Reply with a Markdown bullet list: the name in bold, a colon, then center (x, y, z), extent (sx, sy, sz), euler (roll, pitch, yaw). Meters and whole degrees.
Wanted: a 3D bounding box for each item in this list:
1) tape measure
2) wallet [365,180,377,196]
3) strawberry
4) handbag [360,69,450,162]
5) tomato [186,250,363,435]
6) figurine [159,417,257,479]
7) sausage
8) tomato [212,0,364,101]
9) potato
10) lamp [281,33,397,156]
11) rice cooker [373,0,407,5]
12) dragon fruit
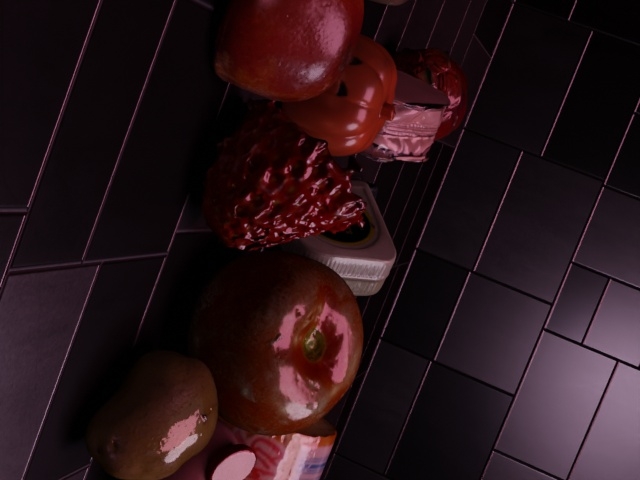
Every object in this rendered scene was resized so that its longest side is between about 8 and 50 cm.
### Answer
- **tape measure**: center (-0.001, -0.016, 1.744), extent (0.235, 0.207, 0.115), euler (-109, -149, -45)
- **wallet**: center (0.032, 0.041, 2.208), extent (0.237, 0.075, 0.342), euler (-27, 137, -80)
- **strawberry**: center (-0.061, -0.058, 1.399), extent (0.178, 0.234, 0.234), euler (-43, 162, -11)
- **handbag**: center (0.124, -0.223, 1.889), extent (0.205, 0.179, 0.116), euler (-4, 125, -43)
- **tomato**: center (-0.079, 0.145, 1.567), extent (0.270, 0.222, 0.270), euler (3, 86, -47)
- **figurine**: center (-0.197, 0.322, 1.531), extent (0.173, 0.173, 0.173), euler (-61, 166, -27)
- **sausage**: center (-0.122, 0.420, 1.867), extent (0.287, 0.233, 0.233), euler (-69, 167, 7)
- **tomato**: center (-0.023, -0.256, 1.303), extent (0.200, 0.139, 0.233), euler (-60, 168, 15)
- **potato**: center (-0.218, 0.229, 1.380), extent (0.194, 0.157, 0.157), euler (-26, 139, -51)
- **lamp**: center (0.036, -0.213, 1.575), extent (0.187, 0.164, 0.187), euler (-57, 163, -29)
- **rice cooker**: center (0.104, -0.436, 1.561), extent (0.145, 0.127, 0.206), euler (-61, 174, -29)
- **dragon fruit**: center (0.194, -0.278, 2.098), extent (0.274, 0.193, 0.192), euler (23, 63, -78)
